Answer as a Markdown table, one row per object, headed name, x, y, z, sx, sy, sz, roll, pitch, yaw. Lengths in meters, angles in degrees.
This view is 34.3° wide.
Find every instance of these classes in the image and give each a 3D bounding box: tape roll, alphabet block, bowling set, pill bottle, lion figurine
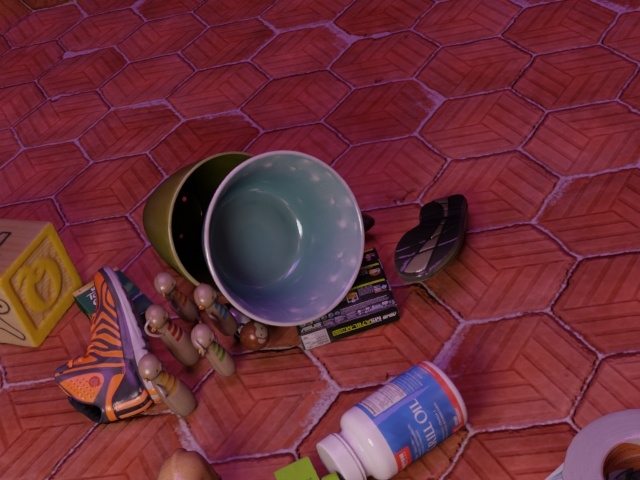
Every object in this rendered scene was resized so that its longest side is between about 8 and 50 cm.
| name | x | y | z | sx | sy | sz | roll | pitch | yaw |
| --- | --- | --- | --- | --- | --- | --- | --- | --- | --- |
| tape roll | 0.439 | 0.331 | 1.394 | 0.219 | 0.072 | 0.219 | -10 | 38 | 8 |
| alphabet block | -0.637 | 0.082 | 2.109 | 0.197 | 0.192 | 0.193 | 5 | 44 | 25 |
| bowling set | -0.206 | 0.148 | 1.843 | 0.199 | 0.154 | 0.287 | -22 | 43 | 12 |
| pill bottle | 0.109 | 0.294 | 1.608 | 0.221 | 0.124 | 0.124 | -32 | 40 | -17 |
| lion figurine | -0.178 | 0.411 | 1.476 | 0.142 | 0.240 | 0.392 | -26 | 37 | -11 |

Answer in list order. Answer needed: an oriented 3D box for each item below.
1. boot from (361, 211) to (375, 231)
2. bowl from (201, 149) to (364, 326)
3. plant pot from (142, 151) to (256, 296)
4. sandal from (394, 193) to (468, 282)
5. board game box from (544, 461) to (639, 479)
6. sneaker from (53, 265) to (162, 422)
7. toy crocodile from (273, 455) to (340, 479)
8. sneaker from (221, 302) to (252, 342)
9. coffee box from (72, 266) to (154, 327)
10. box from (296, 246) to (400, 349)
| name | x | y | z | sx | sy | sz | roll | pitch | yaw |
| --- | --- | --- | --- | --- | --- | --- | --- | --- | --- |
| boot | 0.000 | 0.000 | 2.074 | 0.219 | 0.082 | 0.106 | -4 | 55 | 22 |
| bowl | -0.092 | -0.002 | 1.888 | 0.311 | 0.312 | 0.163 | -36 | 14 | -23 |
| plant pot | -0.238 | -0.038 | 2.074 | 0.274 | 0.275 | 0.293 | -38 | 22 | -25 |
| sandal | 0.229 | 0.003 | 1.967 | 0.120 | 0.086 | 0.303 | -5 | 24 | 24 |
| board game box | 0.391 | 0.453 | 1.359 | 0.390 | 0.050 | 0.390 | -35 | 41 | -21 |
| sneaker | -0.412 | 0.193 | 1.904 | 0.180 | 0.125 | 0.321 | -23 | 50 | -6 |
| toy crocodile | 0.016 | 0.437 | 1.497 | 0.115 | 0.105 | 0.340 | -27 | 34 | -12 |
| sneaker | -0.155 | 0.154 | 1.962 | 0.043 | 0.040 | 0.109 | -18 | 40 | -22 |
| coffee box | -0.412 | 0.131 | 2.081 | 0.113 | 0.040 | 0.184 | -32 | 40 | -18 |
| box | 0.037 | 0.106 | 1.938 | 0.190 | 0.045 | 0.184 | -18 | 35 | 0 |
